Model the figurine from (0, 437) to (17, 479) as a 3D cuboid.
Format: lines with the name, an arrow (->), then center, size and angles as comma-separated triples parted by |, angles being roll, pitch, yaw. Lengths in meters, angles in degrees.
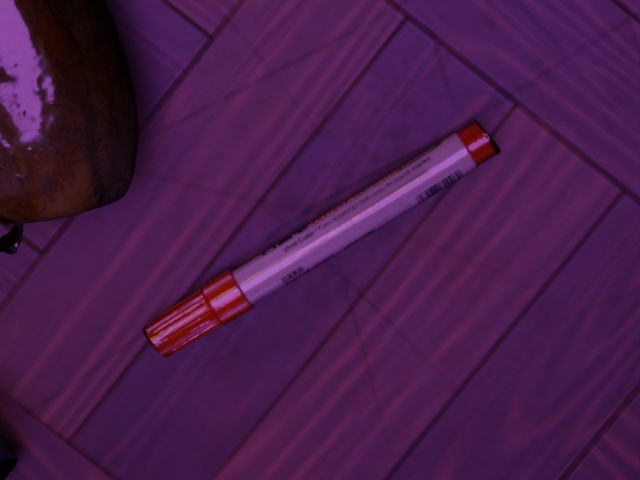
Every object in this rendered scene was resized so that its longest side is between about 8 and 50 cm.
figurine -> -0.308, 0.144, 1.116 | 0.222, 0.145, 0.145 | -36, 95, -4

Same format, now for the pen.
pen -> 0.000, 0.000, 1.135 | 0.239, 0.028, 0.028 | -31, 96, 4

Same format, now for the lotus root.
lotus root -> -0.180, -0.119, 1.075 | 0.123, 0.124, 0.241 | -17, 99, 3
